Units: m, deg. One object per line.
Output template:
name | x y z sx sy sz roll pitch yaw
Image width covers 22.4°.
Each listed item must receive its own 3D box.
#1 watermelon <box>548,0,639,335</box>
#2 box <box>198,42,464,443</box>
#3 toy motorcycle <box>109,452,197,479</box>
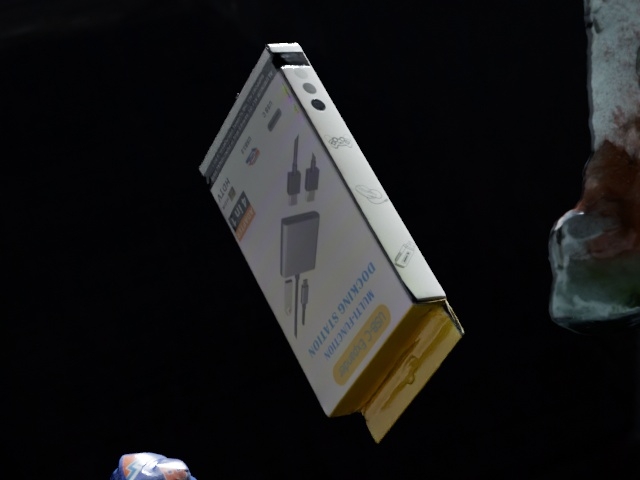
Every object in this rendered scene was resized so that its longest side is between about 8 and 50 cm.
watermelon | 0.207 -0.114 0.733 0.213 0.320 0.289 44 -27 4
box | 0.000 0.000 1.063 0.247 0.033 0.129 61 -43 29
toy motorcycle | -0.127 0.216 1.245 0.076 0.114 0.205 57 10 30
